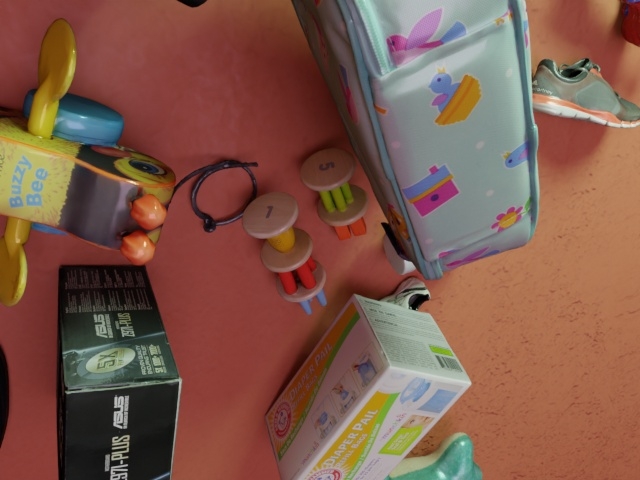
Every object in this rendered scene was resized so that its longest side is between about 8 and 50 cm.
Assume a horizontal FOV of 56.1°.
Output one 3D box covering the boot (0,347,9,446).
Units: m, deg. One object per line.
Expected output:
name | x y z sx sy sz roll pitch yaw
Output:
boot | -0.330 0.108 0.494 0.106 0.082 0.219 3 117 -4

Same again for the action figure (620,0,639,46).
action figure | 0.315 -0.280 0.567 0.280 0.091 0.139 30 109 -33

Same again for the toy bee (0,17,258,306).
toy bee | -0.168 -0.051 0.421 0.298 0.162 0.195 -10 117 -20

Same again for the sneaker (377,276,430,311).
sneaker | 0.088 0.078 0.680 0.083 0.037 0.032 -46 126 4

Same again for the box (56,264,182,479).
box | -0.174 0.124 0.494 0.077 0.180 0.147 0 115 -25

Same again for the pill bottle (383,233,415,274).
pill bottle | 0.128 -0.005 0.639 0.116 0.065 0.065 -21 122 -14

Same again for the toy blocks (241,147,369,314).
toy blocks | 0.000 0.000 0.589 0.123 0.054 0.148 -39 139 -15

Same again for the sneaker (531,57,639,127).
sneaker | 0.291 -0.159 0.641 0.157 0.061 0.065 3 107 -27

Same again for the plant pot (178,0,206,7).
plant pot | -0.109 -0.251 0.344 0.187 0.188 0.167 -48 138 4

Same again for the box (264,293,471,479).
box | 0.042 0.174 0.645 0.114 0.103 0.203 17 119 -31

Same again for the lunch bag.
lunch bag | 0.060 -0.118 0.444 0.107 0.224 0.279 -24 136 1

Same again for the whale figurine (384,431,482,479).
whale figurine | 0.105 0.366 0.772 0.272 0.141 0.216 -28 123 -10
